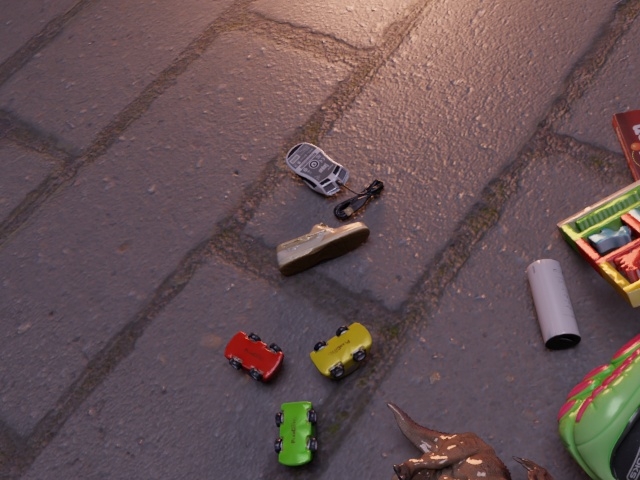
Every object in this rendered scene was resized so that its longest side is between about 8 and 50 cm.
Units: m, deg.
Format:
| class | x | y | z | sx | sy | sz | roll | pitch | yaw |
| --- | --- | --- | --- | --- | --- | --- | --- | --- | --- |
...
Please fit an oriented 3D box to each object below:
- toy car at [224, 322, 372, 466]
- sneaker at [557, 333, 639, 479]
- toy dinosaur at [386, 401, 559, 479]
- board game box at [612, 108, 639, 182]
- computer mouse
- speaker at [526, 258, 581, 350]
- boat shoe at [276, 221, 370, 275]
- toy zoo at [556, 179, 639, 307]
| class | x | y | z | sx | sy | sz | roll | pitch | yaw |
| --- | --- | --- | --- | --- | --- | --- | --- | --- | --- |
| toy car | -0.034 | 0.241 | 1.183 | 0.238 | 0.053 | 0.225 | -6 | 55 | 11 |
| sneaker | 0.534 | 0.181 | 1.036 | 0.482 | 0.185 | 0.202 | -34 | 83 | -14 |
| toy dinosaur | 0.213 | 0.318 | 1.031 | 0.200 | 0.127 | 0.296 | -27 | 41 | -14 |
| board game box | 0.600 | -0.117 | 1.290 | 0.144 | 0.027 | 0.282 | -11 | 54 | 8 |
| computer mouse | 0.016 | -0.116 | 1.431 | 0.193 | 0.042 | 0.106 | 39 | 76 | 27 |
| speaker | 0.356 | 0.098 | 1.182 | 0.055 | 0.055 | 0.136 | -10 | 54 | 8 |
| boat shoe | 0.000 | 0.000 | 1.337 | 0.170 | 0.063 | 0.059 | -22 | 59 | -1 |
| toy zoo | 0.492 | -0.003 | 1.131 | 0.192 | 0.030 | 0.293 | -29 | 24 | 7 |
